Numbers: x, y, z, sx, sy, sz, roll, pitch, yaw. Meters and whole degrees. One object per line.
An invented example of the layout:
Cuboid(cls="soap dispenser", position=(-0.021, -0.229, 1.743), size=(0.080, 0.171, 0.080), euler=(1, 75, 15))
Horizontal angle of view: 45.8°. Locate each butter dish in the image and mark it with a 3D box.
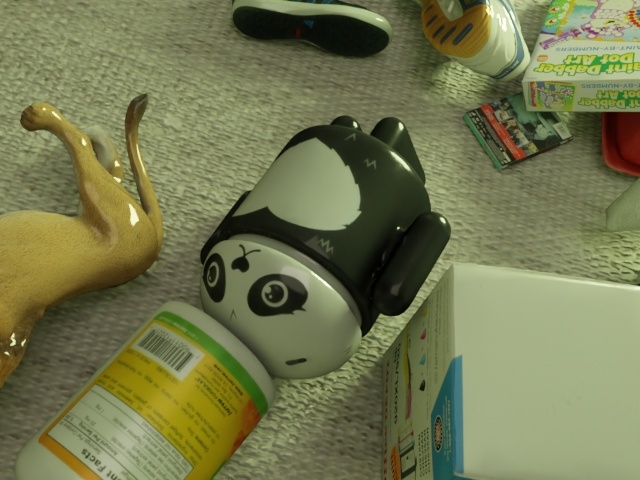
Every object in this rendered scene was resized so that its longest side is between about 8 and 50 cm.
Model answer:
Cuboid(cls="butter dish", position=(0.446, -0.159, 0.946), size=(0.159, 0.118, 0.160), euler=(15, 62, -6))

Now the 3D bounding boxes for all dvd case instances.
Cuboid(cls="dvd case", position=(0.250, -0.143, 0.955), size=(0.119, 0.013, 0.087), euler=(-23, 71, -21))

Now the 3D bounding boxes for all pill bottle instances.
Cuboid(cls="pill bottle", position=(-0.163, 0.181, 0.637), size=(0.136, 0.136, 0.246), euler=(38, 63, 8))

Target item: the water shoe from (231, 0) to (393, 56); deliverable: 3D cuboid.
Cuboid(cls="water shoe", position=(-0.007, -0.288, 0.937), size=(0.203, 0.073, 0.080), euler=(9, 61, -9))

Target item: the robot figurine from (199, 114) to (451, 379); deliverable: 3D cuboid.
Cuboid(cls="robot figurine", position=(0.001, -0.001, 0.739), size=(0.173, 0.209, 0.278), euler=(37, 62, -7))

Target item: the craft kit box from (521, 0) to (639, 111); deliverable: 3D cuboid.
Cuboid(cls="craft kit box", position=(0.403, -0.258, 0.943), size=(0.249, 0.061, 0.247), euler=(5, 54, 29))

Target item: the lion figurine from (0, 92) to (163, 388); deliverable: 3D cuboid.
Cuboid(cls="lion figurine", position=(-0.267, 0.019, 0.696), size=(0.392, 0.142, 0.240), euler=(-32, 82, -28))

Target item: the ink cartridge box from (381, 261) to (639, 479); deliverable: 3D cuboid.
Cuboid(cls="ink cartridge box", position=(0.159, 0.149, 0.668), size=(0.168, 0.233, 0.171), euler=(7, 63, -6))

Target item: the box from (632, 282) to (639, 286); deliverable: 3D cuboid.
Cuboid(cls="box", position=(0.316, 0.187, 0.692), size=(0.143, 0.165, 0.271), euler=(14, 75, -5))

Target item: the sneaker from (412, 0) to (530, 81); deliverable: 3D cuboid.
Cuboid(cls="sneaker", position=(0.183, -0.318, 0.990), size=(0.131, 0.111, 0.297), euler=(24, 45, -37))

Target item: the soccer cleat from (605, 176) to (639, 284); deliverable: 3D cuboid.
Cuboid(cls="soccer cleat", position=(0.456, 0.052, 0.862), size=(0.331, 0.143, 0.116), euler=(50, 30, -8))
